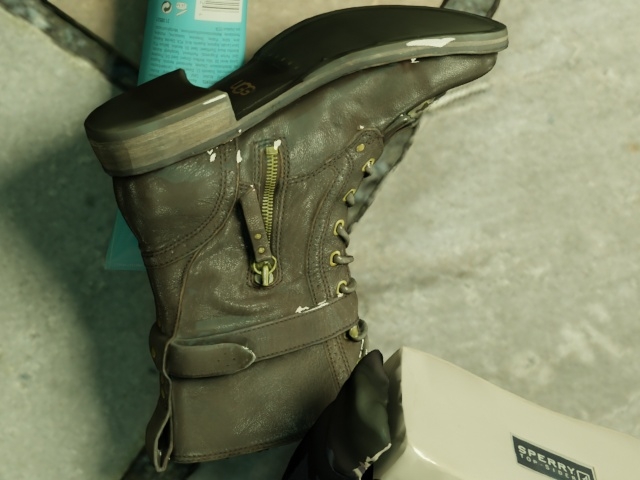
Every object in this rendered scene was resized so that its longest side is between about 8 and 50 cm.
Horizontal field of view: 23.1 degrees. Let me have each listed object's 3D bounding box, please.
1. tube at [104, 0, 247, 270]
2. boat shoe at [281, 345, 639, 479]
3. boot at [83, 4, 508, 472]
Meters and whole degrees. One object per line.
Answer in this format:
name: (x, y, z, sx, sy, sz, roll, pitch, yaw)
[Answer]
tube: (-0.075, -0.080, 0.900, 0.080, 0.052, 0.207, 5, 100, -7)
boat shoe: (0.121, 0.191, 0.925, 0.340, 0.127, 0.158, 29, 122, -19)
boot: (0.000, 0.000, 0.893, 0.263, 0.091, 0.229, -19, 114, -9)
